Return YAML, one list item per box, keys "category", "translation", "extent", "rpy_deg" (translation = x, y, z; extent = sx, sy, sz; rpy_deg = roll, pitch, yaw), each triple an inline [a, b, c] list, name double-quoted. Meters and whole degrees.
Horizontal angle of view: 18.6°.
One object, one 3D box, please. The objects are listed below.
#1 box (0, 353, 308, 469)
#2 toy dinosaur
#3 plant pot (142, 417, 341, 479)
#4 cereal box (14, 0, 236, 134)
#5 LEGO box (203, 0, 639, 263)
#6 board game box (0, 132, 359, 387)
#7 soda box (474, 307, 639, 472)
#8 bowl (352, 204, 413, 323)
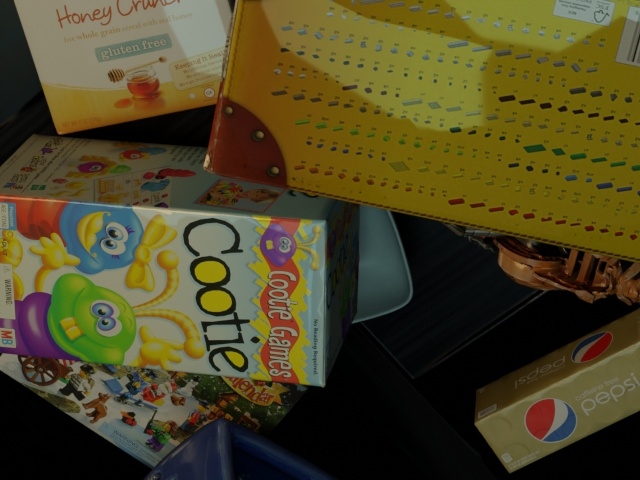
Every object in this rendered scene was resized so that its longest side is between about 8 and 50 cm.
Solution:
- category: "box"
  translation: [-0.147, 0.110, 1.713]
  extent: [0.233, 0.044, 0.159]
  rpy_deg: [34, 116, -11]
- category: "toy dinosaur"
  translation: [0.188, -0.014, 1.506]
  extent: [0.322, 0.218, 0.164]
  rpy_deg: [56, 136, 24]
- category: "plant pot"
  translation: [-0.081, 0.326, 1.682]
  extent: [0.212, 0.236, 0.236]
  rpy_deg: [-28, 139, 26]
- category: "cereal box"
  translation: [-0.161, -0.214, 1.549]
  extent: [0.173, 0.047, 0.240]
  rpy_deg: [-11, 115, 12]
- category: "LEGO box"
  translation: [0.201, -0.154, 1.355]
  extent: [0.500, 0.372, 0.193]
  rpy_deg: [12, 118, 1]
- category: "board game box"
  translation: [-0.116, 0.012, 1.548]
  extent: [0.275, 0.144, 0.142]
  rpy_deg: [5, 113, 11]
- category: "soda box"
  translation: [0.224, 0.126, 1.670]
  extent: [0.181, 0.058, 0.061]
  rpy_deg: [-28, 110, 20]
- category: "bowl"
  translation: [0.000, 0.000, 1.636]
  extent: [0.142, 0.053, 0.142]
  rpy_deg: [-14, 115, 13]
